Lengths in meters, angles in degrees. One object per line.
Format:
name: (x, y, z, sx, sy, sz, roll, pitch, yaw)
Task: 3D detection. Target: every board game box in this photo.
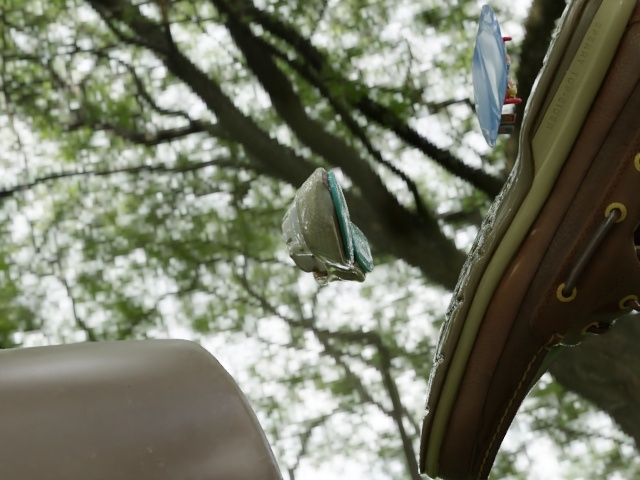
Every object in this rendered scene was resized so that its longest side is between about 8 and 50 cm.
board game box: (0.212, -0.195, 1.488, 0.033, 0.133, 0.169, -5, -36, -6)

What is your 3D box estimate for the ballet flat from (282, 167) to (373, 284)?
ballet flat: (0.000, 0.000, 0.867, 0.052, 0.057, 0.168, -13, -21, 7)

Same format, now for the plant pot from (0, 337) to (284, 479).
plant pot: (-0.133, 0.144, 0.502, 0.229, 0.263, 0.263, -16, -22, -22)

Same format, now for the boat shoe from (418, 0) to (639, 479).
boat shoe: (0.078, 0.005, 0.392, 0.060, 0.064, 0.178, 21, -71, 6)
